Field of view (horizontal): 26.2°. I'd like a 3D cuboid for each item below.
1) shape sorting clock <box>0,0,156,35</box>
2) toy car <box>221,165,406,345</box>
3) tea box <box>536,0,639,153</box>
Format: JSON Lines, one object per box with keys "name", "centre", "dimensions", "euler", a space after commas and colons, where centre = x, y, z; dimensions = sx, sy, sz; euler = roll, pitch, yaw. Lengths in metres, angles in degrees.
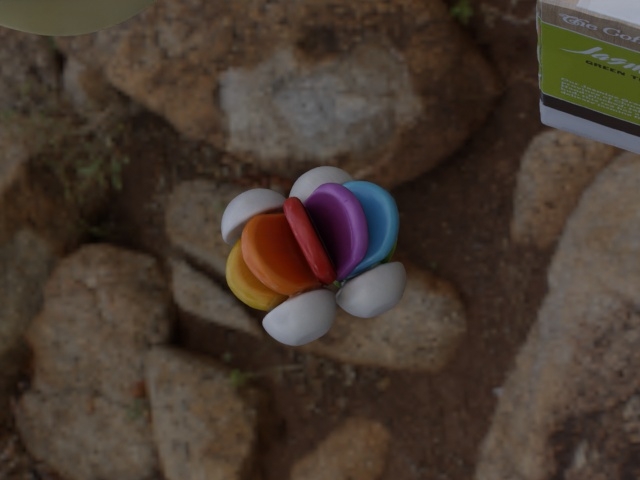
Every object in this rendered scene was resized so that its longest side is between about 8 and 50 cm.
{"name": "shape sorting clock", "centre": [-0.118, -0.197, 0.628], "dimensions": [0.040, 0.206, 0.206], "euler": [13, 107, 45]}
{"name": "toy car", "centre": [0.000, 0.000, 1.331], "dimensions": [0.159, 0.182, 0.136], "euler": [63, 156, 18]}
{"name": "tea box", "centre": [0.299, -0.229, 0.915], "dimensions": [0.323, 0.220, 0.329], "euler": [47, -117, -77]}
